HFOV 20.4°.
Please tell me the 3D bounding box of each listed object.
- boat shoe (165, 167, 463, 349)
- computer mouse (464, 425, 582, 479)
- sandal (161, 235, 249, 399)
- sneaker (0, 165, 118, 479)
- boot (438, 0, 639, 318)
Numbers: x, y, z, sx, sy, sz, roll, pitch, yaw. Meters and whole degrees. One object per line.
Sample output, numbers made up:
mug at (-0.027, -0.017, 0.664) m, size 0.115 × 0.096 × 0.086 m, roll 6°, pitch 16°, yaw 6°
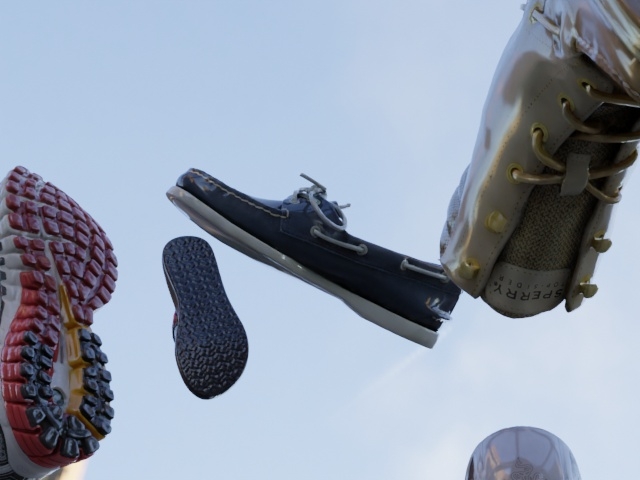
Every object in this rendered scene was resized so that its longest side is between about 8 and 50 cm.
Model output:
boat shoe at (0.000, 0.000, 1.423) m, size 0.254 × 0.079 × 0.095 m, roll 28°, pitch -2°, yaw -8°
computer mouse at (0.111, 0.195, 0.966) m, size 0.106 × 0.193 × 0.042 m, roll -5°, pitch -14°, yaw 5°
sandal at (-0.108, 0.074, 1.631) m, size 0.067 × 0.179 × 0.040 m, roll -3°, pitch -40°, yaw -15°
sneaker at (-0.178, 0.046, 1.030) m, size 0.092 × 0.225 × 0.088 m, roll -33°, pitch -53°, yaw 26°
boot at (0.128, -0.047, 0.844) m, size 0.095 × 0.262 × 0.203 m, roll 14°, pitch -69°, yaw -11°
